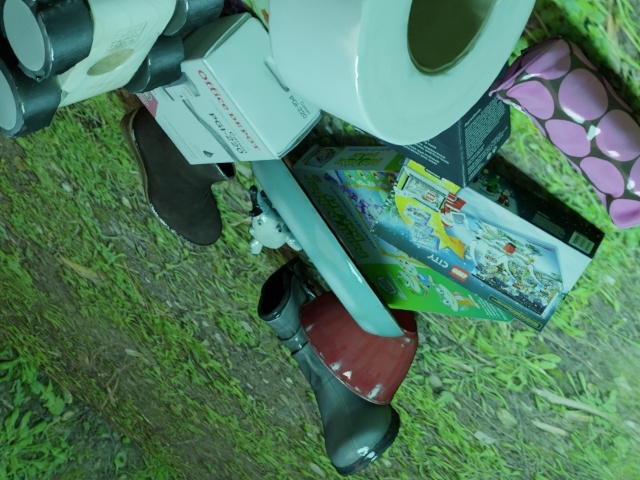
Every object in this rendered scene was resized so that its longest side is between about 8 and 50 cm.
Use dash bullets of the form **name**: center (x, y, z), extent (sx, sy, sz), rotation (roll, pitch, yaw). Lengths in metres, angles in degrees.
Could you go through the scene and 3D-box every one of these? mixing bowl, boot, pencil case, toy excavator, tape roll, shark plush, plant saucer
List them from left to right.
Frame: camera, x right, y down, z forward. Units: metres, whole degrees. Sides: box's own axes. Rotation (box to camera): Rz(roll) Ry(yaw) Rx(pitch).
- **toy excavator**: center (-0.296, -0.393, 1.700), extent (0.445, 0.222, 0.433), rotation (60, 149, 8)
- **boot**: center (-0.180, -0.085, 2.291), extent (0.207, 0.090, 0.248), rotation (7, 134, 57)
- **shark plush**: center (-0.078, -0.034, 2.121), extent (0.073, 0.067, 0.161), rotation (-9, 156, 21)
- **boot**: center (-0.006, 0.172, 2.254), extent (0.223, 0.118, 0.338), rotation (50, -171, -21)
- **plant saucer**: center (0.000, 0.000, 2.038), extent (0.318, 0.043, 0.317), rotation (54, -179, -1)
- **mixing bowl**: center (0.068, 0.123, 2.203), extent (0.181, 0.098, 0.181), rotation (40, -161, -17)
- **tape roll**: center (0.083, -0.229, 1.394), extent (0.100, 0.286, 0.286), rotation (28, 153, 29)
- **pencil case**: center (0.262, -0.102, 1.569), extent (0.098, 0.095, 0.209), rotation (-38, 98, 31)

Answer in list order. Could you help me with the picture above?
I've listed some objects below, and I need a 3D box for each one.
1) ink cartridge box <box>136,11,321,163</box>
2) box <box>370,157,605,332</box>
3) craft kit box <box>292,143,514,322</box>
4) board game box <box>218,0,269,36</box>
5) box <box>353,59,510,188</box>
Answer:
- **ink cartridge box**: center (-0.121, -0.178, 1.934), extent (0.218, 0.092, 0.158), rotation (-1, 132, 56)
- **box**: center (0.184, -0.008, 1.823), extent (0.233, 0.044, 0.159), rotation (31, 144, 5)
- **craft kit box**: center (0.111, -0.012, 2.007), extent (0.250, 0.061, 0.246), rotation (54, 157, -23)
- **board game box**: center (-0.078, -0.294, 1.837), extent (0.208, 0.056, 0.347), rotation (13, 143, 56)
- **box**: center (0.112, -0.162, 1.696), extent (0.156, 0.093, 0.158), rotation (31, 155, 26)
